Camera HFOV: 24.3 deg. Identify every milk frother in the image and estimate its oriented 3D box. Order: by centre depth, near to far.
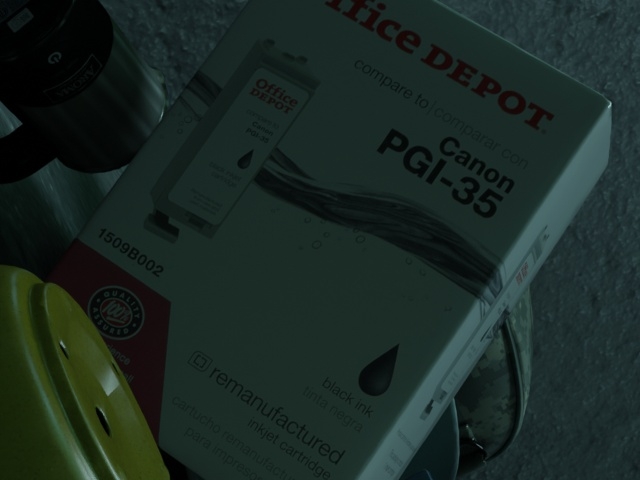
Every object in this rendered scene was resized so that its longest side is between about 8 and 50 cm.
[{"bbox_3d":[-0.180,-0.122,0.885,0.135,0.129,0.143,56,13,-59],"label":"milk frother"}]

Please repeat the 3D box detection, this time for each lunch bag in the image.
[{"bbox_3d":[0.092,0.032,1.327,0.256,0.213,0.305,62,19,-23],"label":"lunch bag"}]

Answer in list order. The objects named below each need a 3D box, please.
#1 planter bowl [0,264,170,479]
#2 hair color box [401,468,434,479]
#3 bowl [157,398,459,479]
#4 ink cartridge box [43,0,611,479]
[{"bbox_3d":[-0.105,0.076,0.482,0.217,0.090,0.217,64,-1,1],"label":"planter bowl"},{"bbox_3d":[0.051,0.295,0.774,0.347,0.174,0.105,64,0,-35],"label":"hair color box"},{"bbox_3d":[-0.049,0.060,1.011,0.311,0.163,0.311,58,-18,30],"label":"bowl"},{"bbox_3d":[0.000,0.000,0.824,0.207,0.283,0.117,33,-7,15],"label":"ink cartridge box"}]
